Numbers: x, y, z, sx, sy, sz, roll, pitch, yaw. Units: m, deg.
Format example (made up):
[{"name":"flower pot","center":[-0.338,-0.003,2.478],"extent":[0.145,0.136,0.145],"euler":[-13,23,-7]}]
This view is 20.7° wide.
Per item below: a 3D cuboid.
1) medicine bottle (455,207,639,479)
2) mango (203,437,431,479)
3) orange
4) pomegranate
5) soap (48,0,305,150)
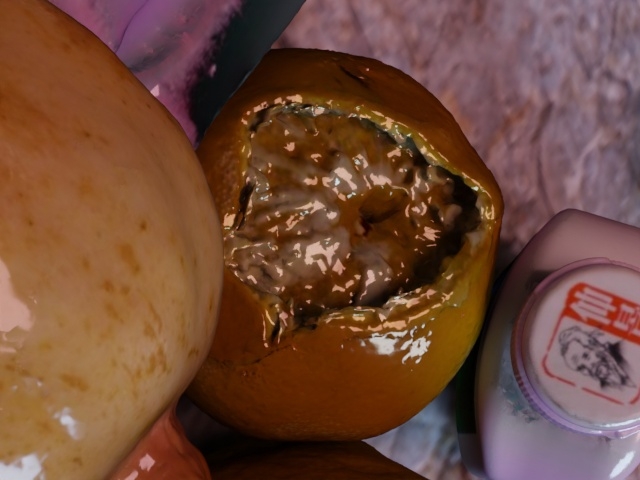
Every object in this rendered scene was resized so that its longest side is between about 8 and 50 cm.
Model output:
[{"name":"medicine bottle","center":[0.102,0.049,0.723],"extent":[0.078,0.219,0.115],"euler":[18,84,3]},{"name":"mango","center":[-0.010,0.136,0.612],"extent":[0.176,0.317,0.119],"euler":[-7,105,0]},{"name":"orange","center":[0.000,0.000,0.666],"extent":[0.154,0.134,0.155],"euler":[13,69,-36]},{"name":"pomegranate","center":[-0.127,0.017,0.526],"extent":[0.207,0.207,0.207],"euler":[-9,104,-39]},{"name":"soap","center":[-0.035,-0.211,0.619],"extent":[0.324,0.109,0.193],"euler":[-53,130,-19]}]
